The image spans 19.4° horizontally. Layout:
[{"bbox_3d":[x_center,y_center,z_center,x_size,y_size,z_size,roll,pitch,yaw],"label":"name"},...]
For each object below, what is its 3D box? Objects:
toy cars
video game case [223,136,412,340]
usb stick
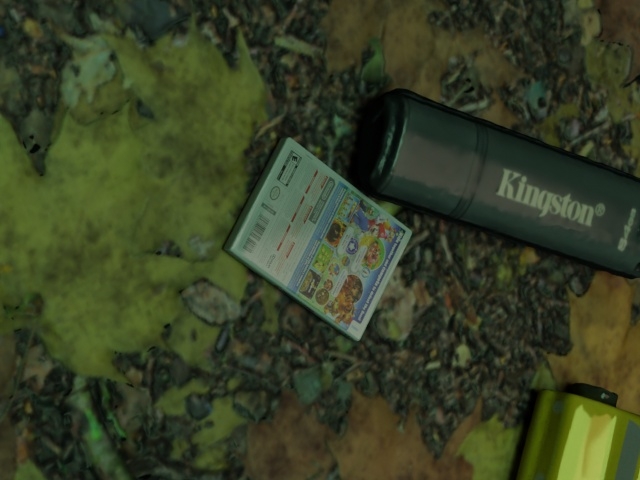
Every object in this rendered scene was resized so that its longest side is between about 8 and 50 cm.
[{"bbox_3d":[0.281,0.261,1.405,0.176,0.087,0.394,-36,111,-28],"label":"toy cars"},{"bbox_3d":[0.000,0.000,1.246,0.122,0.011,0.087,36,71,-30],"label":"video game case"},{"bbox_3d":[0.141,-0.036,1.322,0.278,0.045,0.077,17,81,-34],"label":"usb stick"}]
